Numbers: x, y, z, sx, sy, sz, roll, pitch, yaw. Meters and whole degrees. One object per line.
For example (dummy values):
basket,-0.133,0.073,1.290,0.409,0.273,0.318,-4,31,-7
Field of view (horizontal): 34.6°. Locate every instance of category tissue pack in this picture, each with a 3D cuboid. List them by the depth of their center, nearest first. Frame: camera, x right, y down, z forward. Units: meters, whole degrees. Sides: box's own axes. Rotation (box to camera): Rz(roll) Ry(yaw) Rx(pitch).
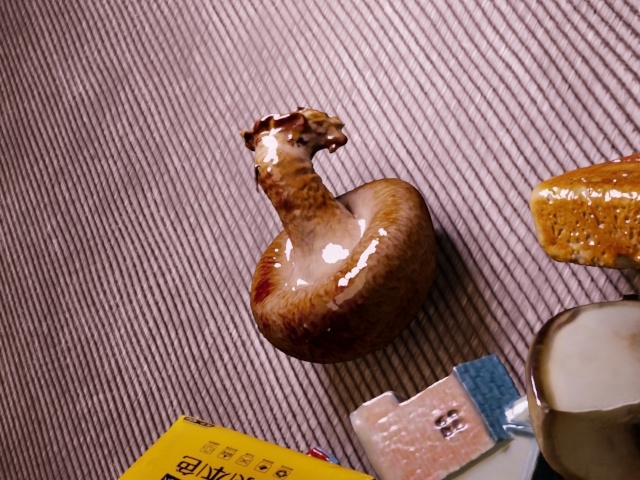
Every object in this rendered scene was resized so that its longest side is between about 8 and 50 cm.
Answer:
tissue pack,-0.130,0.464,1.582,0.382,0.293,0.228,13,126,28

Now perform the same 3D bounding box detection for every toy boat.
toy boat,-0.032,0.404,1.730,0.173,0.069,0.059,-45,72,30

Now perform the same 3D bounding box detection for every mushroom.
mushroom,0.413,0.198,1.333,0.292,0.212,0.217,-12,30,8
mushroom,0.021,0.002,1.610,0.331,0.356,0.334,-3,43,24

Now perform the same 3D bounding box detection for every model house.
model house,0.256,0.295,1.464,0.325,0.194,0.267,-36,56,13

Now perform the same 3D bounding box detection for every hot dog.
hot dog,0.422,-0.038,1.384,0.256,0.153,0.150,6,113,52
